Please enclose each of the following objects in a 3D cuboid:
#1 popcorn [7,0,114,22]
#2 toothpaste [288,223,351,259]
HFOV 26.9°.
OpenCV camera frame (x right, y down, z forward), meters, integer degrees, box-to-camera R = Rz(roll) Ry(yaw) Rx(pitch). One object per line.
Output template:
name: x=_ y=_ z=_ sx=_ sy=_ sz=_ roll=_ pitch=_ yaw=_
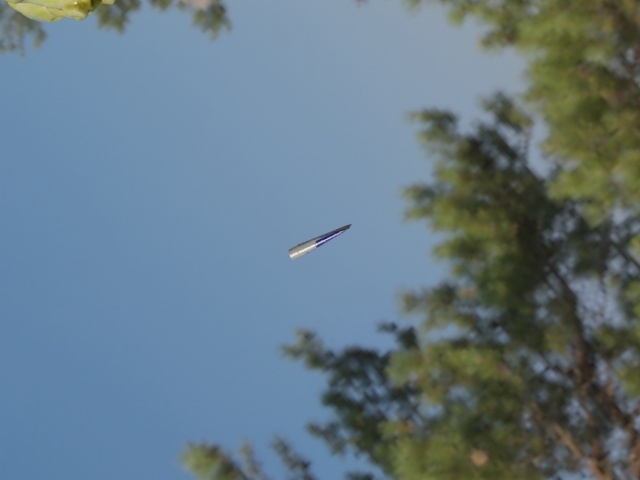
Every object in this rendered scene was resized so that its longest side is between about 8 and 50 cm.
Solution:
popcorn: x=-0.288 y=-0.304 z=1.430 sx=0.173 sy=0.142 sz=0.173 roll=39 pitch=-177 yaw=-2
toothpaste: x=0.000 y=0.000 z=1.616 sx=0.015 sy=0.083 sz=0.024 roll=61 pitch=-165 yaw=-9
